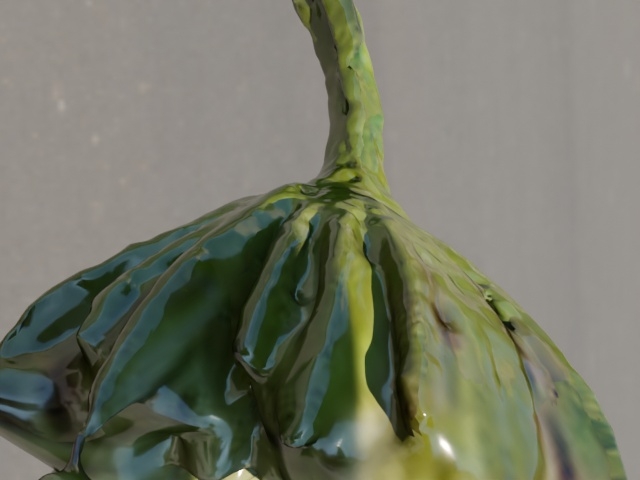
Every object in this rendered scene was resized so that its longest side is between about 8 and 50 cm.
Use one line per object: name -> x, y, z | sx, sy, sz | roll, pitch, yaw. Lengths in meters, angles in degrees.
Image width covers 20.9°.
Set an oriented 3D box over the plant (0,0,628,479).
plant -> 0.019, -0.014, 0.641 | 0.251, 0.180, 0.333 | 25, 68, -24
